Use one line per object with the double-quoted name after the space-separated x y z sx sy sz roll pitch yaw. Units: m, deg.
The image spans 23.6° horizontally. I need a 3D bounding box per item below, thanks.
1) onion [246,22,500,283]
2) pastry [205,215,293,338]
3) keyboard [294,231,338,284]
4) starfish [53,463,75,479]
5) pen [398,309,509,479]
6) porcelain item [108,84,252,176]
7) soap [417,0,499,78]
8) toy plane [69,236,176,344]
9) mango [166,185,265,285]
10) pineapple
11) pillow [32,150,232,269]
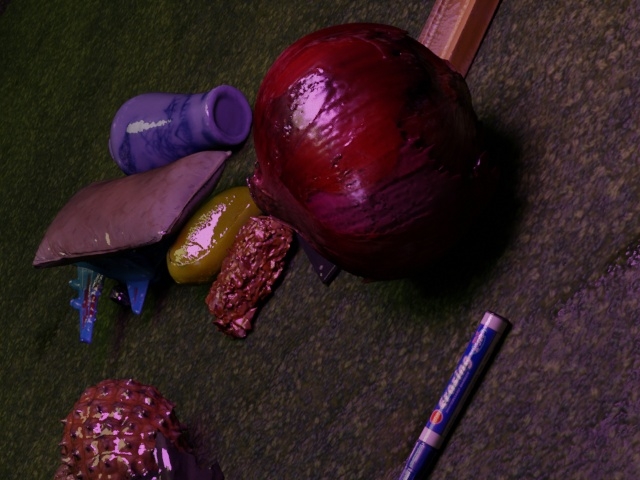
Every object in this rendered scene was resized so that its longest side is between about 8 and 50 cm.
0.049 -0.090 1.591 0.276 0.276 0.276 -41 32 33 "onion"
-0.096 0.040 1.927 0.169 0.063 0.087 -62 25 3 "pastry"
0.000 0.000 1.865 0.053 0.010 0.155 -53 27 13 "keyboard"
-0.298 0.315 2.033 0.277 0.062 0.236 -36 40 31 "starfish"
0.123 0.160 1.477 0.204 0.025 0.025 -61 27 -3 "pen"
-0.215 -0.162 2.271 0.259 0.141 0.141 -14 51 45 "porcelain item"
0.140 -0.214 1.810 0.092 0.037 0.252 10 71 61 "soap"
-0.309 0.030 2.254 0.271 0.105 0.254 11 72 56 "toy plane"
-0.133 -0.003 2.029 0.165 0.074 0.091 -42 62 -7 "mango"
-0.187 0.303 1.760 0.165 0.165 0.364 -55 35 10 "pineapple"
-0.269 -0.043 2.138 0.302 0.075 0.185 -11 35 42 "pillow"
